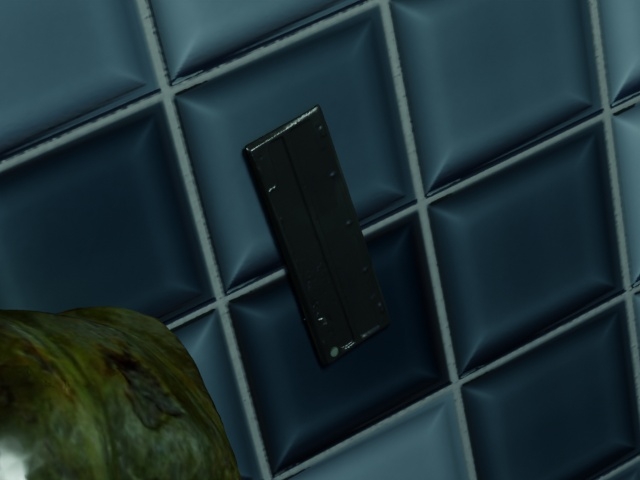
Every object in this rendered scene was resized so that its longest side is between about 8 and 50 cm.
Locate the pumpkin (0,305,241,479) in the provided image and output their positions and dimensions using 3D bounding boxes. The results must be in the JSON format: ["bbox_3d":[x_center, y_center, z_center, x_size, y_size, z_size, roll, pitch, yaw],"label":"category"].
[{"bbox_3d":[-0.187,0.195,1.170,0.225,0.256,0.303,-5,131,-34],"label":"pumpkin"}]

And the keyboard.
[{"bbox_3d":[0.000,0.000,1.345,0.064,0.010,0.198,-31,127,-18],"label":"keyboard"}]
